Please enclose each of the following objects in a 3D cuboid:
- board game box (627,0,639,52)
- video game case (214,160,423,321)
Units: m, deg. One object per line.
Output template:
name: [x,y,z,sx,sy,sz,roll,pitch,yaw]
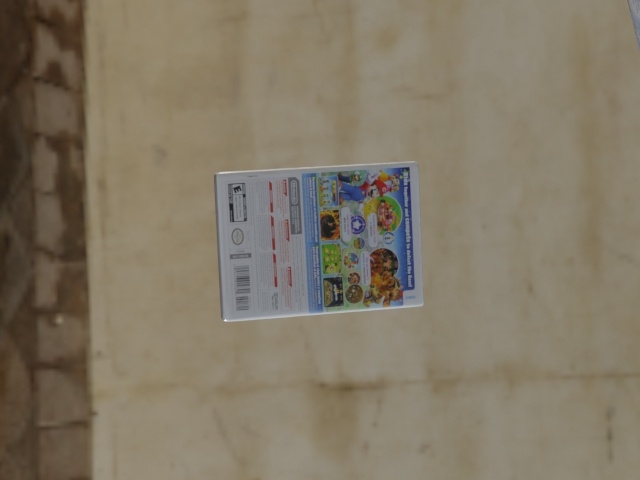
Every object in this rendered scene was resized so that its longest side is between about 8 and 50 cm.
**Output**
board game box: [0.353,-0.048,1.235,0.318,0.066,0.318,-108,178,-59]
video game case: [0.000,0.000,0.894,0.011,0.122,0.087,-162,-111,-76]
